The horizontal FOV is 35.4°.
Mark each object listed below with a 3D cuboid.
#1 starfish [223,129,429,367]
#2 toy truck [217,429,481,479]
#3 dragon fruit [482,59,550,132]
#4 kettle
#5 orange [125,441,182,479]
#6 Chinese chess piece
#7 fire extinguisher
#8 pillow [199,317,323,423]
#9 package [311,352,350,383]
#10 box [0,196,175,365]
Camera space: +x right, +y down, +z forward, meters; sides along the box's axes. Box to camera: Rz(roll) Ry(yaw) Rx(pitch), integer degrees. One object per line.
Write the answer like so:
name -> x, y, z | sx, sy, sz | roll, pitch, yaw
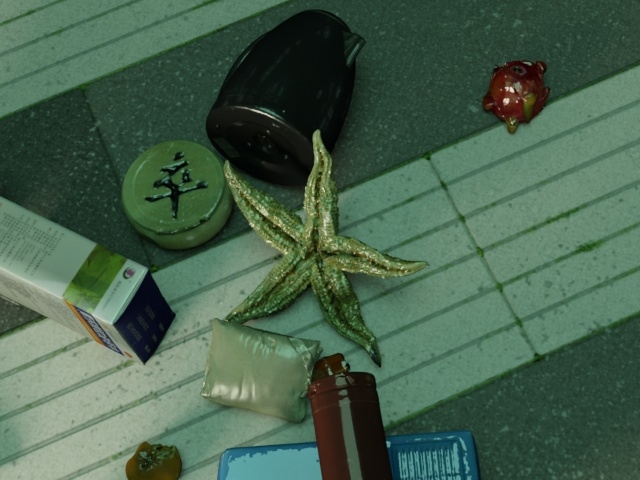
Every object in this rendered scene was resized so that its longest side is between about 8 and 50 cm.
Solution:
starfish -> 0.002, 0.010, 1.567 | 0.347, 0.078, 0.358 | 16, 101, 14
toy truck -> 0.037, 0.354, 1.426 | 0.385, 0.162, 0.161 | -5, 68, 3
dragon fruit -> 0.336, -0.262, 1.718 | 0.112, 0.068, 0.126 | 40, 74, 19
kettle -> -0.067, -0.265, 1.699 | 0.268, 0.207, 0.290 | 3, 58, 36
orange -> -0.252, 0.342, 1.511 | 0.086, 0.062, 0.086 | -2, 69, 6
Chinese chess piece -> -0.239, -0.077, 1.680 | 0.188, 0.083, 0.188 | -3, 68, 6
fire extinguisher -> 0.053, 0.310, 1.302 | 0.104, 0.105, 0.269 | -10, 66, 1
pillow -> -0.097, 0.197, 1.544 | 0.181, 0.078, 0.134 | 13, 90, 11
package -> 0.018, 0.227, 1.553 | 0.077, 0.033, 0.111 | -37, 47, 7
box -> -0.395, 0.062, 1.568 | 0.299, 0.200, 0.106 | 23, 69, 14
